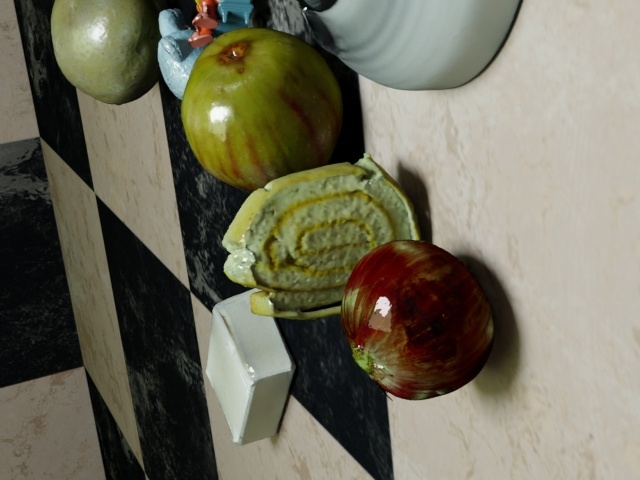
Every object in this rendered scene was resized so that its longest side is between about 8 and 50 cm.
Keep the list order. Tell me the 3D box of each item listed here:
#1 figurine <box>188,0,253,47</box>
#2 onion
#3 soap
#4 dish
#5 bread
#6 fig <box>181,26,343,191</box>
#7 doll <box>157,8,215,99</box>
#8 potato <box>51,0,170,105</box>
[{"bbox_3d":[-0.104,-0.260,1.039,0.068,0.075,0.140,114,149,-60],"label":"figurine"},{"bbox_3d":[0.071,0.054,0.745,0.117,0.118,0.118,39,153,3],"label":"onion"},{"bbox_3d":[-0.089,0.156,1.270,0.183,0.063,0.121,106,144,-53],"label":"soap"},{"bbox_3d":[0.008,-0.226,0.690,0.273,0.133,0.273,167,90,-70],"label":"dish"},{"bbox_3d":[0.000,0.000,0.813,0.064,0.156,0.118,-135,35,-68],"label":"bread"},{"bbox_3d":[-0.036,-0.090,0.910,0.186,0.148,0.142,44,159,-30],"label":"fig"},{"bbox_3d":[-0.136,-0.215,1.174,0.120,0.075,0.180,45,-159,-32],"label":"doll"},{"bbox_3d":[-0.264,-0.265,1.337,0.178,0.160,0.235,-65,6,-4],"label":"potato"}]
